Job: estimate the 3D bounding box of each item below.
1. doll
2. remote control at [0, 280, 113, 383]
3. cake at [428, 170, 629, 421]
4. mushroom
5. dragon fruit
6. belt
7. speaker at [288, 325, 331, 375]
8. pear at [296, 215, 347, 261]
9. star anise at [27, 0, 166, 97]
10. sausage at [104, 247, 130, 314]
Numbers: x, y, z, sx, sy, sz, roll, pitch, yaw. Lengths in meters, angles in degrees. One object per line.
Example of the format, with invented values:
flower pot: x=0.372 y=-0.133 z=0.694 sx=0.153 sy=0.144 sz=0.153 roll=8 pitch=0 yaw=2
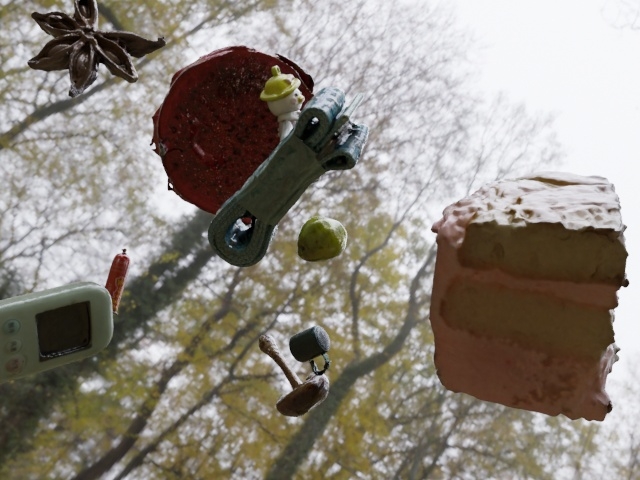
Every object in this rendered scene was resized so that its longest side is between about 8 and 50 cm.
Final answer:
doll: x=-0.046 y=-0.199 z=1.365 sx=0.081 sy=0.129 sz=0.207 roll=-15 pitch=-78 yaw=22
remote control: x=-0.350 y=0.108 z=0.762 sx=0.038 sy=0.309 sz=0.090 roll=30 pitch=-56 yaw=46
cake: x=0.329 y=0.068 z=1.252 sx=0.293 sy=0.314 sz=0.307 roll=6 pitch=-70 yaw=21
mushroom: x=-0.083 y=0.316 z=1.906 sx=0.217 sy=0.148 sz=0.227 roll=54 pitch=-18 yaw=10
dragon fruit: x=-0.192 y=-0.244 z=1.746 sx=0.249 sy=0.370 sz=0.386 roll=-130 pitch=-143 yaw=-63
belt: x=-0.042 y=-0.069 z=0.967 sx=0.087 sy=0.072 sz=0.302 roll=42 pitch=-48 yaw=-5
speaker: x=-0.013 y=0.223 z=1.594 sx=0.075 sy=0.060 sz=0.094 roll=-26 pitch=-80 yaw=25
pear: x=0.000 y=0.000 z=1.470 sx=0.092 sy=0.097 sz=0.092 roll=40 pitch=-12 yaw=11
star anise: x=-0.365 y=-0.299 z=1.232 sx=0.208 sy=0.172 sz=0.063 roll=34 pitch=-21 yaw=10
sausage: x=-0.447 y=0.087 z=1.740 sx=0.050 sy=0.145 sz=0.048 roll=21 pitch=-15 yaw=-29
